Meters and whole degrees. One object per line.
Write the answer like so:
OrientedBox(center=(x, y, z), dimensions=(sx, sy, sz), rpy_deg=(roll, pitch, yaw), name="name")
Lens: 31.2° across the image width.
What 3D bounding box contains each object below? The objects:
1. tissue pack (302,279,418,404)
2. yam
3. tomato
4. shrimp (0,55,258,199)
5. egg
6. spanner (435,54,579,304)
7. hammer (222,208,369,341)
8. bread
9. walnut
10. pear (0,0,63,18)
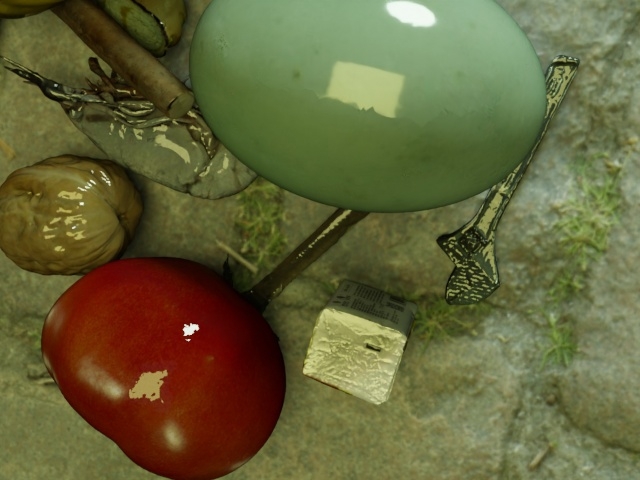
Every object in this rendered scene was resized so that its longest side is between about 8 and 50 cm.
OrientedBox(center=(0.048, 0.117, 1.346), dimensions=(0.106, 0.148, 0.099), rpy_deg=(19, 103, 7), name="tissue pack")
OrientedBox(center=(-0.239, -0.226, 1.313), dimensions=(0.264, 0.046, 0.046), rpy_deg=(42, 106, 26), name="yam")
OrientedBox(center=(-0.172, 0.142, 1.341), dimensions=(0.298, 0.298, 0.226), rpy_deg=(45, 83, 0), name="tomato")
OrientedBox(center=(-0.224, -0.159, 1.364), dimensions=(0.343, 0.116, 0.145), rpy_deg=(22, 103, -1), name="shrimp")
OrientedBox(center=(0.047, -0.169, 1.228), dimensions=(0.388, 0.276, 0.276), rpy_deg=(14, 103, 14), name="egg")
OrientedBox(center=(0.221, -0.067, 1.345), dimensions=(0.093, 0.026, 0.326), rpy_deg=(26, 103, 4), name="spanner")
OrientedBox(center=(0.000, 0.000, 1.397), dimensions=(0.297, 0.027, 0.125), rpy_deg=(-41, 96, 15), name="hammer")
OrientedBox(center=(-0.214, -0.289, 1.352), dimensions=(0.157, 0.094, 0.083), rpy_deg=(36, 149, 10), name="bread")
OrientedBox(center=(-0.311, -0.032, 1.382), dimensions=(0.184, 0.155, 0.156), rpy_deg=(-1, 101, 25), name="walnut")
OrientedBox(center=(-0.365, -0.409, 1.254), dimensions=(0.284, 0.285, 0.336), rpy_deg=(-25, 59, 14), name="pear")
